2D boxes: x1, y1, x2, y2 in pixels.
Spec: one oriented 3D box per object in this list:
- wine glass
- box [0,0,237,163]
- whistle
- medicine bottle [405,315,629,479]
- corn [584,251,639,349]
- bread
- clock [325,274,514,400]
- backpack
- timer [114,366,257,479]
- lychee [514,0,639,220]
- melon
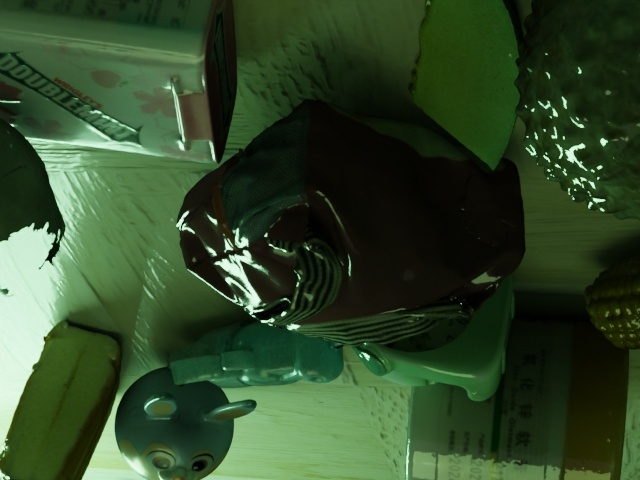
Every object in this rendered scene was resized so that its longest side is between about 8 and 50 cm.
[{"bbox_3d":[-0.315,-0.075,1.145,0.143,0.143,0.321,1,152,14],"label":"wine glass"},{"bbox_3d":[-0.263,-0.171,1.203,0.369,0.112,0.190,10,150,4],"label":"box"},{"bbox_3d":[-0.075,0.137,1.684,0.274,0.093,0.186,-12,170,37],"label":"whistle"},{"bbox_3d":[0.222,0.203,1.560,0.232,0.238,0.238,5,149,9],"label":"medicine bottle"},{"bbox_3d":[0.416,0.029,1.337,0.120,0.120,0.363,32,146,-33],"label":"corn"},{"bbox_3d":[-0.353,0.260,1.816,0.111,0.246,0.239,20,149,-2],"label":"bread"},{"bbox_3d":[0.099,0.083,1.478,0.211,0.159,0.066,8,142,14],"label":"clock"},{"bbox_3d":[0.000,0.000,1.319,0.283,0.197,0.317,20,152,-30],"label":"backpack"},{"bbox_3d":[-0.178,0.250,1.781,0.175,0.175,0.255,21,179,-19],"label":"timer"},{"bbox_3d":[0.269,-0.130,1.008,0.255,0.255,0.274,24,171,-23],"label":"lychee"},{"bbox_3d":[0.124,-0.169,1.174,0.114,0.053,0.262,19,150,20],"label":"melon"}]
